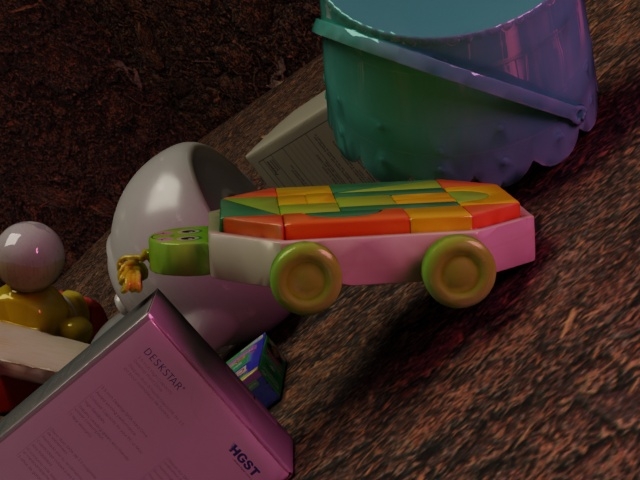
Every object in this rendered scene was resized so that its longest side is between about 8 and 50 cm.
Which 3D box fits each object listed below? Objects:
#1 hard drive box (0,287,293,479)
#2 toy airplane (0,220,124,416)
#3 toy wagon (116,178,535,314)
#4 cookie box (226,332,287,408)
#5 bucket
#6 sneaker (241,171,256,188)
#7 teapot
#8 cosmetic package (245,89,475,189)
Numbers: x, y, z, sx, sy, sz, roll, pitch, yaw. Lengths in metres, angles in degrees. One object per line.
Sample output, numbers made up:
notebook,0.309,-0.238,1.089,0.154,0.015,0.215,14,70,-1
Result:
hard drive box,-0.166,0.186,1.215,0.232,0.181,0.089,-39,10,7
toy airplane,-0.383,0.109,1.745,0.384,0.386,0.272,20,98,64
toy wagon,0.000,0.000,1.227,0.344,0.068,0.267,-2,10,-3
cookie box,-0.081,0.148,1.446,0.092,0.040,0.107,-38,12,11
bucket,0.125,-0.197,1.387,0.281,0.183,0.281,-6,46,7
sneaker,-0.263,0.008,2.430,0.319,0.127,0.208,-35,11,34
teapot,-0.156,0.022,1.660,0.187,0.252,0.256,-34,-1,16
cosmetic package,0.068,-0.113,1.672,0.113,0.160,0.309,-47,13,-34
